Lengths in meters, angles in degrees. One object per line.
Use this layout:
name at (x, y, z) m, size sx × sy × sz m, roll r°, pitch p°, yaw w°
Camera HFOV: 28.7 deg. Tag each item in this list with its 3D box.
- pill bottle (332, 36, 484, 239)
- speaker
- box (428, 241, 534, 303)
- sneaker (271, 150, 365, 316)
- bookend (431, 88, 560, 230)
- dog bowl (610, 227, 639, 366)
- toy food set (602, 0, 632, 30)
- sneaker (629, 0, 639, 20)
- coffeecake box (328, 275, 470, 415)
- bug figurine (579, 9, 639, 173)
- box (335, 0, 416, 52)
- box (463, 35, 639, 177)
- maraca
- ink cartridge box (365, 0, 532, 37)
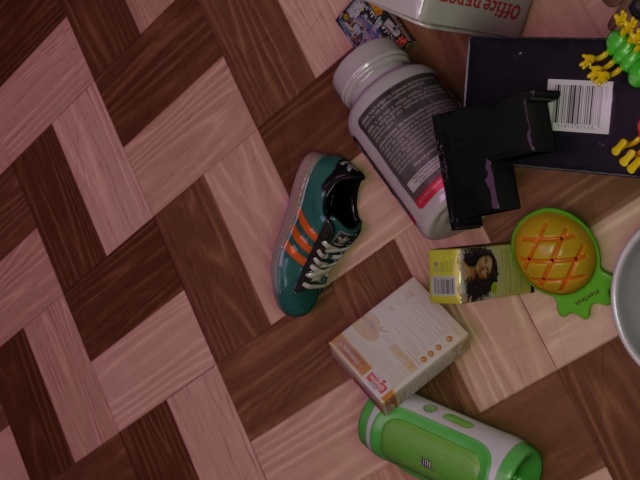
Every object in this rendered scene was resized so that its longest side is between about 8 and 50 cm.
pill bottle at (0.155, -0.172, 2.025) m, size 0.176 × 0.176 × 0.318 m, roll -48°, pitch 65°, yaw 30°
speaker at (0.208, 0.340, 2.046) m, size 0.297 × 0.131 × 0.131 m, roll 20°, pitch 105°, yaw 36°
box at (0.251, 0.048, 1.924) m, size 0.058 × 0.232 × 0.087 m, roll -1°, pitch 93°, yaw 36°
sneaker at (0.000, 0.000, 2.203) m, size 0.121 × 0.108 × 0.302 m, roll 21°, pitch 104°, yaw 41°
bookend at (0.239, -0.104, 1.627) m, size 0.157 × 0.072 × 0.156 m, roll -13°, pitch 86°, yaw 38°
dog bowl at (0.553, 0.081, 1.766) m, size 0.265 × 0.104 × 0.264 m, roll 3°, pitch 94°, yaw 39°
toy food set at (0.447, -0.402, 1.820) m, size 0.132 × 0.039 × 0.192 m, roll 119°, pitch 156°, yaw -50°
sneaker at (0.532, -0.398, 1.721) m, size 0.300 × 0.121 × 0.111 m, roll -39°, pitch 78°, yaw 45°
coffeecake box at (0.131, 0.174, 2.068) m, size 0.185 × 0.068 × 0.142 m, roll -37°, pitch 63°, yaw -11°
bug figurine at (0.438, -0.215, 1.464) m, size 0.279 × 0.072 × 0.216 m, roll -50°, pitch 57°, yaw 33°
box at (0.094, -0.362, 2.157) m, size 0.094 × 0.027 × 0.137 m, roll -46°, pitch 65°, yaw 30°
box at (0.421, -0.182, 1.723) m, size 0.343 × 0.313 × 0.178 m, roll 9°, pitch 97°, yaw 38°
maraca at (0.372, 0.035, 1.917) m, size 0.127 × 0.099 × 0.185 m, roll -36°, pitch 92°, yaw 25°
ink cartridge box at (0.228, -0.520, 1.874) m, size 0.166 × 0.285 × 0.394 m, roll 29°, pitch 110°, yaw 35°
